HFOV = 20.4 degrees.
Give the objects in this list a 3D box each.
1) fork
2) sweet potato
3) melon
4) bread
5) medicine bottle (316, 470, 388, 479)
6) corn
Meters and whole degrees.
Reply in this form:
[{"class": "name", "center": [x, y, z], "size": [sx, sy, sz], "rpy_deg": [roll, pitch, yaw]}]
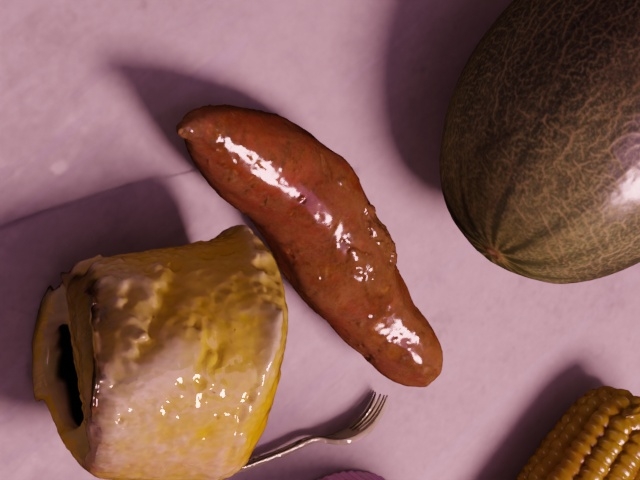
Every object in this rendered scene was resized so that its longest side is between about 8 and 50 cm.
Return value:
[{"class": "fork", "center": [-0.034, 0.184, 1.506], "size": [0.219, 0.034, 0.028], "rpy_deg": [-23, 108, -25]}, {"class": "sweet potato", "center": [-0.001, -0.013, 1.429], "size": [0.354, 0.095, 0.106], "rpy_deg": [48, 33, -35]}, {"class": "melon", "center": [0.233, -0.103, 1.459], "size": [0.302, 0.237, 0.237], "rpy_deg": [-50, 124, -7]}, {"class": "bread", "center": [-0.115, 0.086, 1.337], "size": [0.170, 0.197, 0.197], "rpy_deg": [1, 105, -26]}, {"class": "medicine bottle", "center": [0.085, 0.318, 1.465], "size": [0.178, 0.290, 0.178], "rpy_deg": [-10, 110, -30]}, {"class": "corn", "center": [0.201, 0.289, 1.634], "size": [0.344, 0.131, 0.131], "rpy_deg": [-51, 125, -6]}]
